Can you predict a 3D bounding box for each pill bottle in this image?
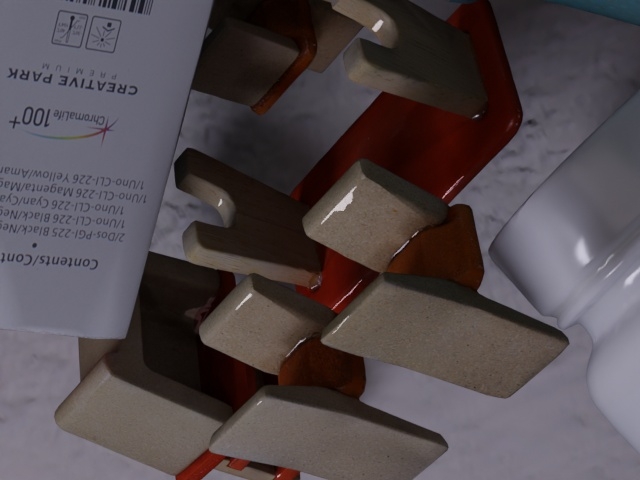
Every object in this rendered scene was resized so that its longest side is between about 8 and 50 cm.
[{"bbox_3d":[0.215,0.060,0.793,0.283,0.160,0.160,47,109,9],"label":"pill bottle"}]

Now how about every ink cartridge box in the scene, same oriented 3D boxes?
[{"bbox_3d":[-0.202,-0.074,0.869,0.309,0.130,0.271,31,110,48],"label":"ink cartridge box"}]

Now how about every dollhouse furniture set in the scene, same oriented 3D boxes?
[{"bbox_3d":[0.000,0.000,0.840,0.259,0.135,0.262,-46,37,35],"label":"dollhouse furniture set"}]

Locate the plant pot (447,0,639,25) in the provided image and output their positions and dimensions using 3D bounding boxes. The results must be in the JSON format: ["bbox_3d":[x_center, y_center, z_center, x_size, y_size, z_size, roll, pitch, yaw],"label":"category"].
[{"bbox_3d":[0.257,-0.188,0.674,0.334,0.341,0.341,22,104,8],"label":"plant pot"}]
